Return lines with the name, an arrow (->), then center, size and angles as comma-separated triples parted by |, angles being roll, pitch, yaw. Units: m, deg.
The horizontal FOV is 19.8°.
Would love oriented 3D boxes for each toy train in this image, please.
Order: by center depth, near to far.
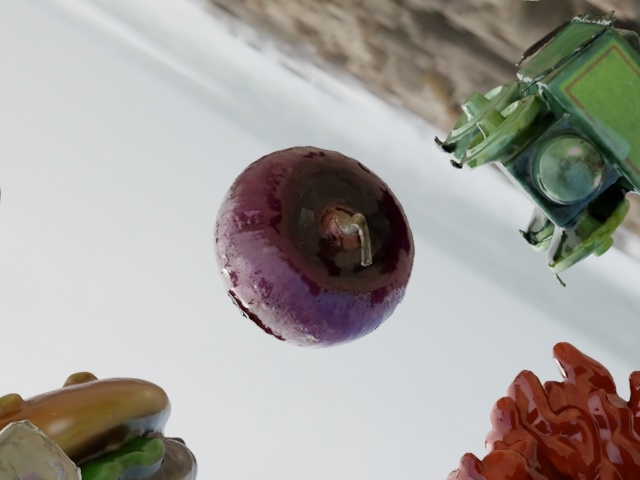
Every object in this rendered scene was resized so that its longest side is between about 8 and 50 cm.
toy train -> 0.216, -0.089, 1.558 | 0.159, 0.188, 0.272 | 47, -176, -6

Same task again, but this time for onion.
onion -> -0.005, 0.003, 1.559 | 0.177, 0.153, 0.177 | 12, -139, -10

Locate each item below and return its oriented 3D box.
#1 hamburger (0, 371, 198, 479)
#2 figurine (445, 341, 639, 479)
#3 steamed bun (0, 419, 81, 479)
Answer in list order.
hamburger -> -0.298, 0.298, 1.989 | 0.396, 0.395, 0.277 | 23, -137, -81
figurine -> 0.207, 0.202, 0.931 | 0.306, 0.241, 0.412 | 58, 167, -6
steamed bun -> -0.236, 0.201, 1.394 | 0.091, 0.112, 0.130 | 46, 158, 2
